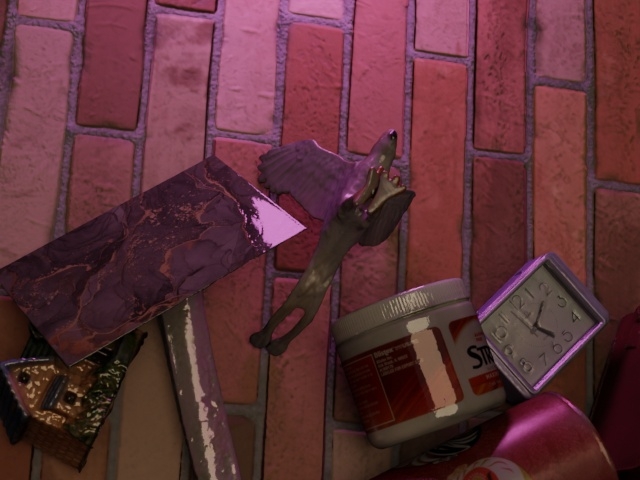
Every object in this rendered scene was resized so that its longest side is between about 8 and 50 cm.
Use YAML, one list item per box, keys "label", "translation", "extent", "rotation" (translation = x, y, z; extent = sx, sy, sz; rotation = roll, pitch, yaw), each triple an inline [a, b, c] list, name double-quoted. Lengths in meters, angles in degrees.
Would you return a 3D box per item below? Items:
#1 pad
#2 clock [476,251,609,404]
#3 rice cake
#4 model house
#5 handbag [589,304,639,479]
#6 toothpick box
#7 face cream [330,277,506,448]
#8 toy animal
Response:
- label: "pad"
  translation: [-0.233, 0.015, 1.769]
  extent: [0.368, 0.007, 0.248]
  rotation: [-30, 43, -21]
- label: "clock"
  translation: [0.310, 0.127, 1.939]
  extent: [0.193, 0.073, 0.144]
  rotation: [-42, 90, -19]
- label: "rice cake"
  translation: [-0.172, 0.195, 1.811]
  extent: [0.073, 0.056, 0.364]
  rotation: [-10, 79, -14]
- label: "model house"
  translation: [-0.344, 0.176, 1.722]
  extent: [0.172, 0.166, 0.182]
  rotation: [26, 61, -3]
- label: "handbag"
  translation: [0.470, 0.212, 1.861]
  extent: [0.084, 0.260, 0.275]
  rotation: [22, 71, -6]
- label: "toothpick box"
  translation: [0.215, 0.363, 1.791]
  extent: [0.333, 0.204, 0.204]
  rotation: [-23, 83, -17]
- label: "face cream"
  translation: [0.135, 0.171, 1.816]
  extent: [0.201, 0.201, 0.187]
  rotation: [-17, 81, -17]
- label: "toy animal"
  translation: [0.008, -0.009, 1.787]
  extent: [0.225, 0.302, 0.284]
  rotation: [27, 67, -10]
